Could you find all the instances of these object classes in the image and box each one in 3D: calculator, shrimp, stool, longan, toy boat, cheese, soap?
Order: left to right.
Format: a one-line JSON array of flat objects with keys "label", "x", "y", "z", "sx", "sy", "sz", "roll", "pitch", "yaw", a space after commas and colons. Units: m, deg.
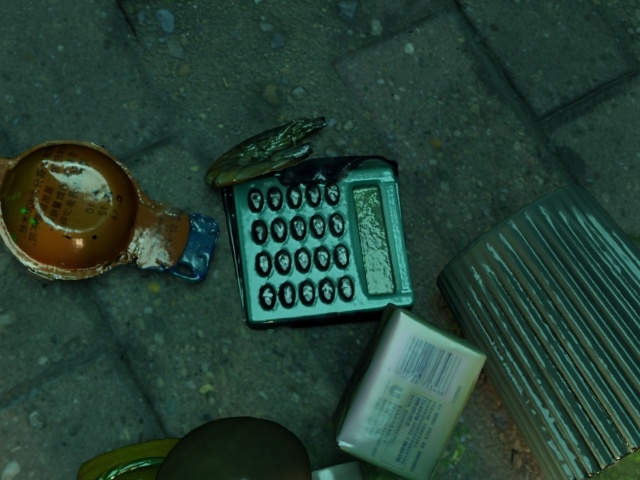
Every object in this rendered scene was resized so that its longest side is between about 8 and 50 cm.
[{"label": "cheese", "x": -0.305, "y": -0.031, "z": 1.320, "sx": 0.329, "sy": 0.129, "sz": 0.216, "roll": 17, "pitch": 67, "yaw": -16}, {"label": "toy boat", "x": -0.225, "y": 0.315, "z": 1.237, "sx": 0.230, "sy": 0.089, "sz": 0.088, "roll": -9, "pitch": 59, "yaw": -23}, {"label": "longan", "x": -0.112, "y": 0.310, "z": 1.152, "sx": 0.212, "sy": 0.198, "sz": 0.198, "roll": -28, "pitch": 78, "yaw": 2}, {"label": "shrimp", "x": -0.066, "y": -0.130, "z": 1.387, "sx": 0.217, "sy": 0.150, "sz": 0.051, "roll": -31, "pitch": 112, "yaw": -22}, {"label": "calculator", "x": 0.000, "y": 0.000, "z": 1.391, "sx": 0.274, "sy": 0.058, "sz": 0.248, "roll": -5, "pitch": 72, "yaw": -9}, {"label": "soap", "x": 0.112, "y": 0.200, "z": 1.258, "sx": 0.139, "sy": 0.182, "sz": 0.199, "roll": 25, "pitch": 88, "yaw": -1}, {"label": "stool", "x": 0.349, "y": 0.125, "z": 1.293, "sx": 0.297, "sy": 0.297, "sz": 0.330, "roll": -28, "pitch": 74, "yaw": -16}]

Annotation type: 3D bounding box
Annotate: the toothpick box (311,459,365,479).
[{"label": "toothpick box", "x": 0.022, "y": 0.389, "z": 1.242, "sx": 0.111, "sy": 0.111, "sz": 0.180, "roll": -12, "pitch": 76, "yaw": -12}]
